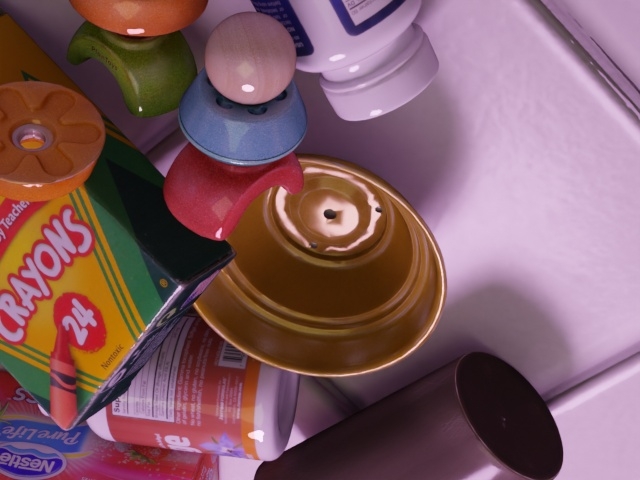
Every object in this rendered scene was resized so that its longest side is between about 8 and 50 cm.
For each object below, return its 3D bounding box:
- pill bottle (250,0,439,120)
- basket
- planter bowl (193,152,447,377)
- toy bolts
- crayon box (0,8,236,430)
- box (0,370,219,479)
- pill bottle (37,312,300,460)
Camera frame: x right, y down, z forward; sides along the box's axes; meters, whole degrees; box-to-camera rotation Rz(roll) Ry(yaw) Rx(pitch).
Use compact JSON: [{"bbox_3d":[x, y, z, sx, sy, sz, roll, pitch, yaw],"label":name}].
[{"bbox_3d":[0.006,-0.182,0.968,0.112,0.112,0.186,-16,120,25],"label":"pill bottle"},{"bbox_3d":[0.087,0.209,1.222,0.204,0.154,0.227,39,122,-13],"label":"basket"},{"bbox_3d":[0.000,0.000,1.119,0.217,0.090,0.217,8,128,10],"label":"planter bowl"},{"bbox_3d":[-0.119,-0.114,0.946,0.228,0.218,0.158,36,142,19],"label":"toy bolts"},{"bbox_3d":[-0.242,-0.030,1.102,0.318,0.081,0.202,45,126,7],"label":"crayon box"},{"bbox_3d":[-0.256,0.235,1.329,0.300,0.142,0.154,10,129,7],"label":"box"},{"bbox_3d":[-0.133,0.122,1.227,0.216,0.121,0.121,6,127,11],"label":"pill bottle"}]
